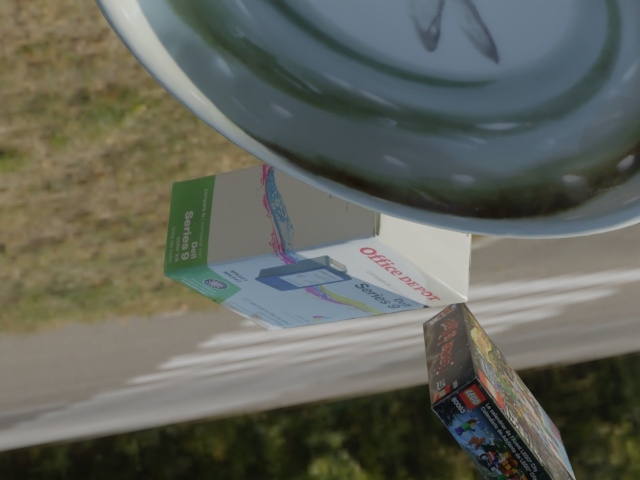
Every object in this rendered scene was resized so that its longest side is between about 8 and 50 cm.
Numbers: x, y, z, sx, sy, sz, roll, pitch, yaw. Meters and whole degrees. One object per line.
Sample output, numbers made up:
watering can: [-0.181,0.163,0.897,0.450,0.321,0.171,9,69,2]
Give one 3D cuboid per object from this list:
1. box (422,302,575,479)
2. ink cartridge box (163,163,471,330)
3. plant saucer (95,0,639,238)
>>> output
box: [0.151,0.150,1.217,0.044,0.159,0.233,-35,-171,9]
ink cartridge box: [0.000,0.000,1.220,0.212,0.093,0.154,-11,153,31]
plant saucer: [0.053,-0.148,0.860,0.400,0.100,0.400,18,154,9]
